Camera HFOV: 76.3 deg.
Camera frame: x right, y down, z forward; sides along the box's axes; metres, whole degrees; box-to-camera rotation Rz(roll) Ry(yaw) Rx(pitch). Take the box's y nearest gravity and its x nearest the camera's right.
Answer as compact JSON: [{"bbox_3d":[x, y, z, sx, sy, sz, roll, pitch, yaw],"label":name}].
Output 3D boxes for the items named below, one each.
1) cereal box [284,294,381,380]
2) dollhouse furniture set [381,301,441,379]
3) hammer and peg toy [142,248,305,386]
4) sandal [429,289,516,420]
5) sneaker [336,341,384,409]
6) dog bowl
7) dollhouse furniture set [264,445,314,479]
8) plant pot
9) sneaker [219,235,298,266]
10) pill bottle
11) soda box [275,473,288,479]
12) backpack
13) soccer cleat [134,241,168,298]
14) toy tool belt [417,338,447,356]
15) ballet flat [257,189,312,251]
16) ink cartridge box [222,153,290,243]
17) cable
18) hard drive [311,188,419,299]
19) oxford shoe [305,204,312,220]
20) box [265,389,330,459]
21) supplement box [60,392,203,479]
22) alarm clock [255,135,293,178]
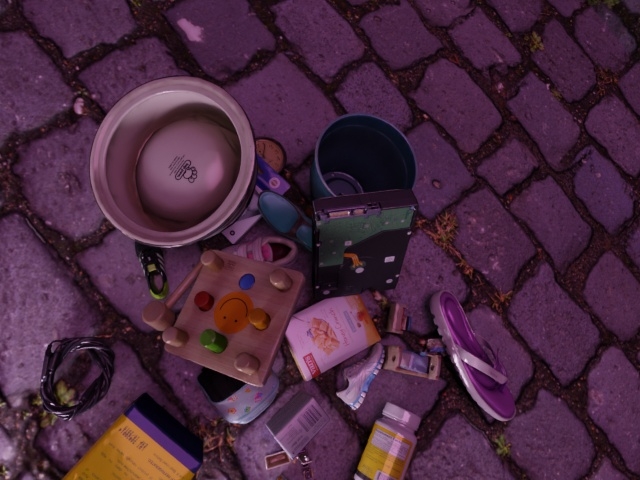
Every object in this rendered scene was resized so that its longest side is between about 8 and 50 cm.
[{"bbox_3d":[0.026,0.250,1.121,0.240,0.047,0.173,-25,84,-20],"label":"cereal box"},{"bbox_3d":[0.253,0.278,1.137,0.129,0.129,0.184,15,74,-12],"label":"dollhouse furniture set"},{"bbox_3d":[-0.235,0.141,0.917,0.361,0.127,0.266,14,68,21],"label":"hammer and peg toy"},{"bbox_3d":[0.454,0.327,1.169,0.169,0.102,0.416,-28,84,-47],"label":"sandal"},{"bbox_3d":[0.107,0.356,1.112,0.082,0.071,0.191,32,70,-1],"label":"sneaker"},{"bbox_3d":[-0.337,-0.179,1.004,0.407,0.150,0.408,-1,83,7],"label":"dog bowl"},{"bbox_3d":[-0.073,0.560,1.003,0.114,0.081,0.091,-8,79,-17],"label":"dollhouse furniture set"},{"bbox_3d":[0.088,-0.165,1.126,0.271,0.255,0.272,4,74,-14],"label":"plant pot"},{"bbox_3d":[-0.171,0.039,1.081,0.252,0.111,0.103,-17,82,-19],"label":"sneaker"},{"bbox_3d":[0.180,0.542,1.060,0.119,0.119,0.209,30,71,-7],"label":"pill bottle"},{"bbox_3d":[-0.049,0.666,0.995,0.058,0.063,0.183,-42,90,-20],"label":"soda box"},{"bbox_3d":[-0.187,0.342,0.966,0.165,0.188,0.145,-34,104,-22],"label":"backpack"},{"bbox_3d":[-0.423,0.059,1.025,0.060,0.072,0.179,-18,83,-19],"label":"soccer cleat"},{"bbox_3d":[0.329,0.315,1.192,0.083,0.052,0.051,2,68,-15],"label":"toy tool belt"},{"bbox_3d":[-0.069,-0.042,1.088,0.247,0.087,0.083,38,90,-11],"label":"ballet flat"},{"bbox_3d":[-0.234,-0.143,1.100,0.223,0.045,0.224,43,90,0],"label":"ink cartridge box"},{"bbox_3d":[-0.563,0.319,0.945,0.150,0.047,0.185,4,74,-20],"label":"cable"},{"bbox_3d":[0.096,0.021,1.018,0.236,0.339,0.064,-8,51,-7],"label":"hard drive"},{"bbox_3d":[0.000,0.000,1.163,0.076,0.076,0.212,-24,85,-11],"label":"oxford shoe"},{"bbox_3d":[-0.058,0.448,1.004,0.126,0.137,0.072,-40,91,-20],"label":"box"},{"bbox_3d":[-0.440,0.533,0.846,0.194,0.195,0.356,42,69,-3],"label":"supplement box"},{"bbox_3d":[-0.173,-0.246,1.172,0.129,0.064,0.192,-28,85,-16],"label":"alarm clock"}]
